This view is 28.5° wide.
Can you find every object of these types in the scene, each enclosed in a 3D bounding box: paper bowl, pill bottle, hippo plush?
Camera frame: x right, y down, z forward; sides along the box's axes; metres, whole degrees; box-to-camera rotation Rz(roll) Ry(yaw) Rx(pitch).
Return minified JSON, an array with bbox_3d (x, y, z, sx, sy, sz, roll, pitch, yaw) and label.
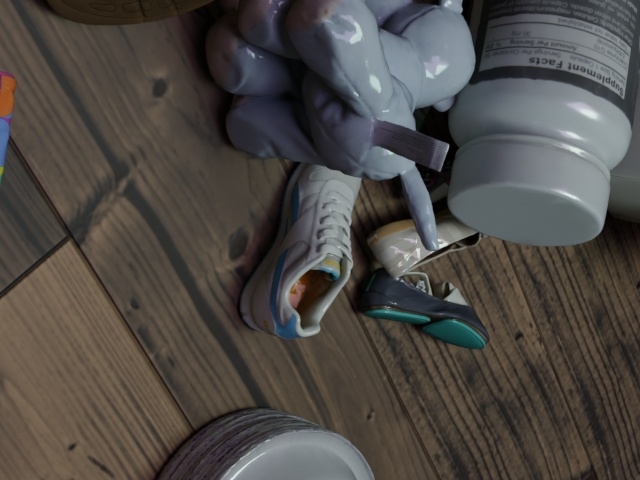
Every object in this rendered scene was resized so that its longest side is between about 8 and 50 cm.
[{"bbox_3d":[-0.048,0.334,1.355,0.284,0.148,0.284,-13,110,-41],"label":"paper bowl"},{"bbox_3d":[0.256,-0.190,1.419,0.204,0.204,0.361,31,64,-42],"label":"pill bottle"},{"bbox_3d":[0.057,-0.192,1.258,0.236,0.294,0.234,-44,148,-36],"label":"hippo plush"}]

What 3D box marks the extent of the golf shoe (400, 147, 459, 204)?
[{"bbox_3d":[0.171,-0.076,1.513,0.186,0.067,0.086,-32,121,-33],"label":"golf shoe"}]

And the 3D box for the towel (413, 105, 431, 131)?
[{"bbox_3d":[0.086,-0.170,1.449,0.113,0.023,0.152,43,69,-42],"label":"towel"}]

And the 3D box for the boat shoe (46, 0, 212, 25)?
[{"bbox_3d":[-0.099,-0.303,1.143,0.341,0.110,0.122,-23,151,-3],"label":"boat shoe"}]

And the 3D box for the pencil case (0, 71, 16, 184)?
[{"bbox_3d":[-0.320,-0.036,1.055,0.104,0.104,0.236,9,92,-43],"label":"pencil case"}]

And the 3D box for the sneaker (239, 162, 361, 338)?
[{"bbox_3d":[0.000,0.000,1.358,0.087,0.092,0.229,29,79,-41],"label":"sneaker"}]

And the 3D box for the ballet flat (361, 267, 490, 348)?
[{"bbox_3d":[0.132,0.076,1.515,0.203,0.074,0.074,20,86,-37],"label":"ballet flat"}]

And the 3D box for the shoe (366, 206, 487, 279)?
[{"bbox_3d":[0.149,-0.004,1.495,0.219,0.076,0.058,-16,67,-36],"label":"shoe"}]

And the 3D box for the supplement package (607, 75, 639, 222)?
[{"bbox_3d":[0.480,-0.180,1.697,0.177,0.175,0.293,33,77,-44],"label":"supplement package"}]
